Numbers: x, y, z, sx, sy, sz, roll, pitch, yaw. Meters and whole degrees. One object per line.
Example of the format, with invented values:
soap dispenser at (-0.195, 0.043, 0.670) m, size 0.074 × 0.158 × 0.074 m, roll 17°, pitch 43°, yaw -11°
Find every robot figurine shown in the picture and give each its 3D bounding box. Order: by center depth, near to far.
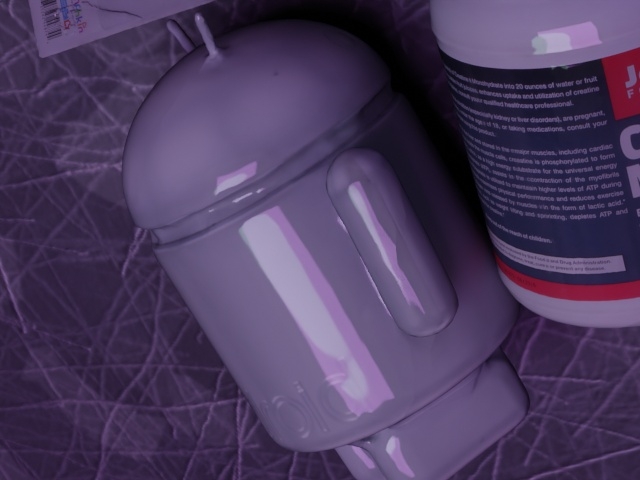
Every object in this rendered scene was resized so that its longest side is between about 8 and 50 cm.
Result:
robot figurine at (0.000, 0.000, 1.303) m, size 0.353 × 0.199 × 0.300 m, roll 58°, pitch 159°, yaw -10°

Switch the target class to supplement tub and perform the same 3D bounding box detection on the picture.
supplement tub at (0.177, -0.100, 1.201) m, size 0.191 × 0.191 × 0.272 m, roll -6°, pitch 119°, yaw 21°

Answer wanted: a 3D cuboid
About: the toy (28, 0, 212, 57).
toy at (-0.102, -0.214, 1.289) m, size 0.237 × 0.056 × 0.137 m, roll -12°, pitch 86°, yaw 32°
